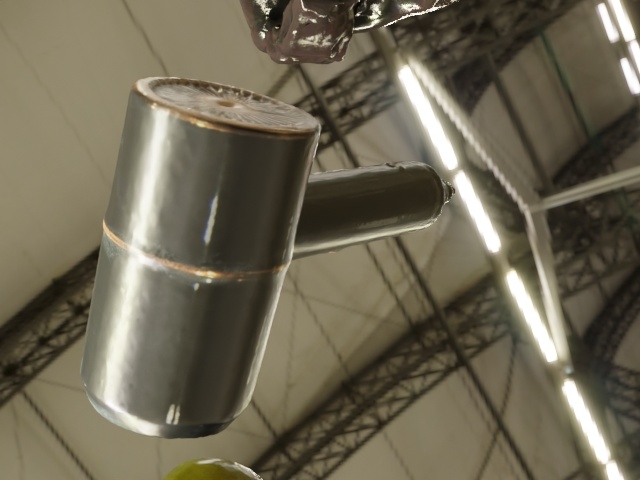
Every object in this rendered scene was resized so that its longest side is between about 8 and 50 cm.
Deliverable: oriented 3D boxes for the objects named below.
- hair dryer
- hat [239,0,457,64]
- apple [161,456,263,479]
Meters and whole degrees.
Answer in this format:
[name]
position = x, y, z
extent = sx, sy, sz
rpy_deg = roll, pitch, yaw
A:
[hair dryer]
position = 0.000, 0.000, 0.707
extent = 0.352, 0.107, 0.189
rpy_deg = -10, -61, -55
[hat]
position = 0.054, -0.260, 0.491
extent = 0.209, 0.238, 0.336
rpy_deg = -11, -88, -24
[apple]
position = -0.064, 0.170, 0.620
extent = 0.089, 0.074, 0.089
rpy_deg = -50, -21, -28
